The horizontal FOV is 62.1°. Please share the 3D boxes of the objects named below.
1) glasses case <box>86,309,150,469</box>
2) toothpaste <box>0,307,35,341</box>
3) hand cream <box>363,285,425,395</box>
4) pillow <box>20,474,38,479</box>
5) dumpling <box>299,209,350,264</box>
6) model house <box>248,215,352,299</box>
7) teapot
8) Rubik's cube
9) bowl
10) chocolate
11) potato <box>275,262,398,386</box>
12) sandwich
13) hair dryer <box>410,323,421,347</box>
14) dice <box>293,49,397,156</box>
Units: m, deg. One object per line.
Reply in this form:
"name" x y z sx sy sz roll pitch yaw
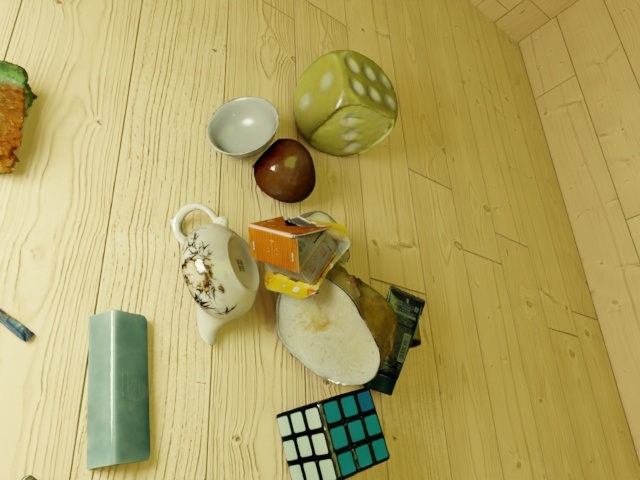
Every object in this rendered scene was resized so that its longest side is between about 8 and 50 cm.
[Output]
"glasses case" -0.358 0.261 0.957 0.105 0.056 0.265 9 62 -39
"toothpaste" -0.523 0.139 0.896 0.083 0.019 0.027 46 21 -16
"hand cream" 0.191 0.263 1.387 0.120 0.061 0.270 24 79 -20
"pillow" -0.408 0.503 0.793 0.255 0.034 0.189 46 44 -14
"dumpling" 0.000 0.000 1.336 0.173 0.142 0.247 30 16 -9
"model house" -0.071 -0.006 1.135 0.207 0.219 0.136 -54 135 -20
"teapot" -0.228 0.054 1.140 0.208 0.166 0.299 7 52 -60
"Rubik's cube" 0.025 0.425 1.150 0.161 0.163 0.162 -1 65 -43
"bowl" -0.189 -0.272 1.361 0.086 0.189 0.188 73 15 -60
"chocolate" -0.083 -0.174 1.379 0.177 0.177 0.176 21 55 -34
"potato" 0.041 0.172 1.260 0.299 0.247 0.196 58 29 -9
"sandwich" -0.631 -0.222 0.926 0.292 0.109 0.212 0 68 -43
"hair dryer" 0.154 0.207 1.454 0.279 0.090 0.134 16 59 -30
"dice" 0.073 -0.407 1.593 0.238 0.233 0.226 13 59 -39
